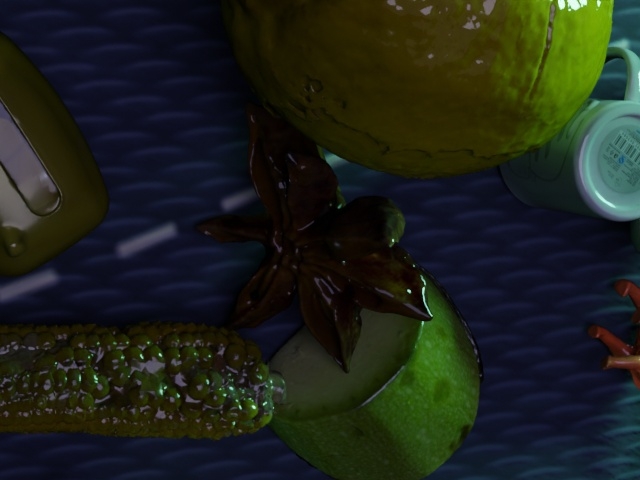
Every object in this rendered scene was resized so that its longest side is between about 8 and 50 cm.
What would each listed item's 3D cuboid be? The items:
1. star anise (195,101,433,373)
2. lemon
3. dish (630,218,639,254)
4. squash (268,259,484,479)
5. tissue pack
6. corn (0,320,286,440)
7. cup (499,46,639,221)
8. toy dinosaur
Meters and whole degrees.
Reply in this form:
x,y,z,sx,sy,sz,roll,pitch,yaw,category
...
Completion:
x,y,z,sx,sy,sz,roll,pitch,yaw,category
0.001,0.002,1.239,0.111,0.196,0.212,-15,117,-44,star anise
0.073,-0.185,1.163,0.297,0.297,0.297,-2,98,-17,lemon
0.341,-0.064,1.358,0.151,0.077,0.212,17,81,-18,dish
0.064,0.127,1.305,0.184,0.085,0.192,45,84,-17,squash
-0.239,-0.065,1.162,0.123,0.127,0.178,-34,107,-13,tissue pack
-0.183,0.110,1.222,0.320,0.097,0.097,2,97,-17,corn
0.218,-0.088,1.300,0.099,0.133,0.136,-11,101,-19,cup
0.286,0.106,1.389,0.101,0.055,0.279,19,91,-25,toy dinosaur
